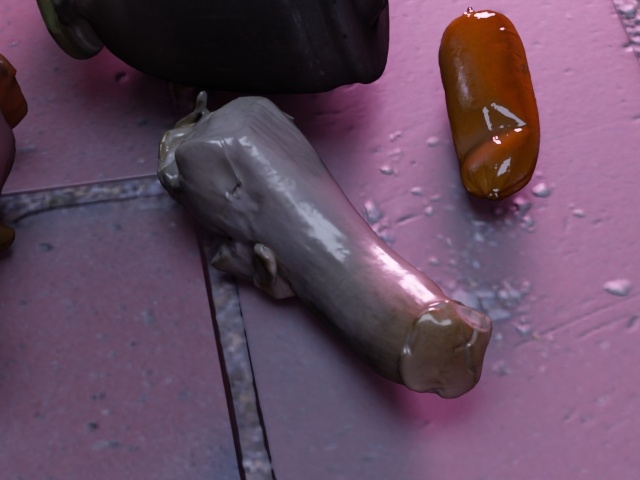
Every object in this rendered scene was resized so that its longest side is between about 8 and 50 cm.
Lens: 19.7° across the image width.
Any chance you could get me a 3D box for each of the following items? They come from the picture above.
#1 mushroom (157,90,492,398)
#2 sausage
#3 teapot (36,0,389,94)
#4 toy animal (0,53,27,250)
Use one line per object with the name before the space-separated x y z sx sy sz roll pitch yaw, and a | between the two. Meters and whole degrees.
mushroom | -0.001 0.001 1.146 0.099 0.096 0.278 -33 60 -24
sausage | 0.117 -0.092 1.255 0.062 0.054 0.183 -26 47 20
teapot | -0.080 -0.243 1.277 0.239 0.239 0.321 -7 52 12
toy animal | -0.273 -0.010 1.116 0.169 0.195 0.281 -34 39 23
